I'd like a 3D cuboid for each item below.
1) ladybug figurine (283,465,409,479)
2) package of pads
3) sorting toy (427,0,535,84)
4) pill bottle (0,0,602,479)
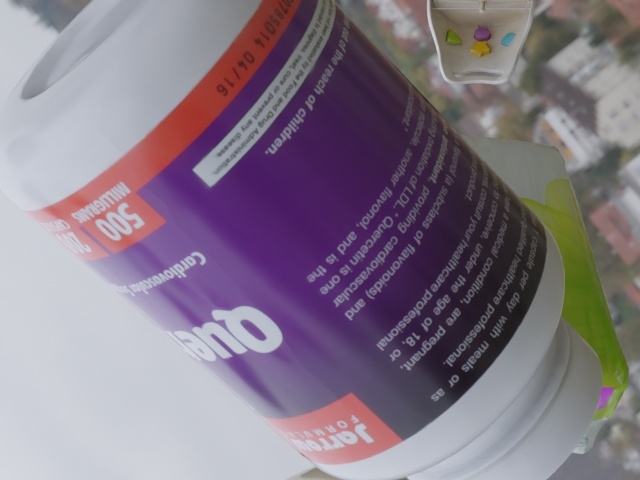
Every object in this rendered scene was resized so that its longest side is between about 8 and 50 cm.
[{"bbox_3d":[0.072,0.298,1.082,0.305,0.162,0.449,49,144,11],"label":"ladybug figurine"},{"bbox_3d":[0.107,0.027,1.140,0.296,0.229,0.101,-97,18,-48],"label":"package of pads"},{"bbox_3d":[0.123,-0.151,1.106,0.045,0.083,0.075,76,-161,-55],"label":"sorting toy"},{"bbox_3d":[0.000,0.000,0.744,0.323,0.181,0.181,44,-173,-21],"label":"pill bottle"}]
